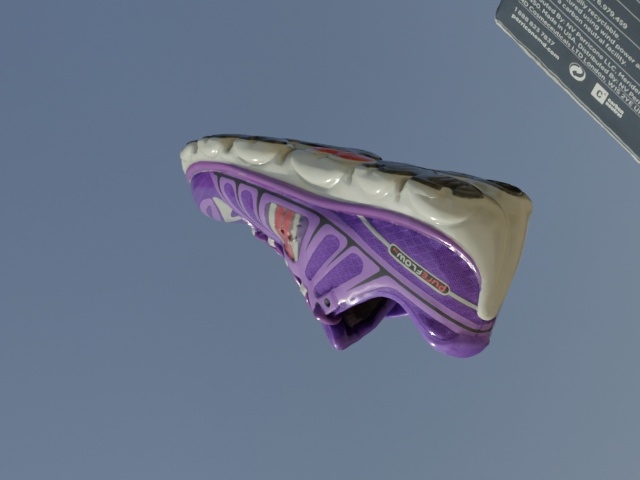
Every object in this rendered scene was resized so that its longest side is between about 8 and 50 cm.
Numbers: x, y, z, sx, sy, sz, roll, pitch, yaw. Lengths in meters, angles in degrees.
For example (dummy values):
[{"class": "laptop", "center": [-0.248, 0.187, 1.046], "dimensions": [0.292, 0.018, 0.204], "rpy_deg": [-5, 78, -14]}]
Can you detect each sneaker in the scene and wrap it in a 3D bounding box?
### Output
[{"class": "sneaker", "center": [0.000, 0.000, 0.420], "dimensions": [0.068, 0.170, 0.071], "rpy_deg": [5, -81, -38]}]

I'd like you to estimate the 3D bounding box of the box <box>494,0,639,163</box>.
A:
[{"class": "box", "center": [0.361, -0.302, 0.931], "dimensions": [0.293, 0.395, 0.212], "rpy_deg": [-34, -109, -24]}]
